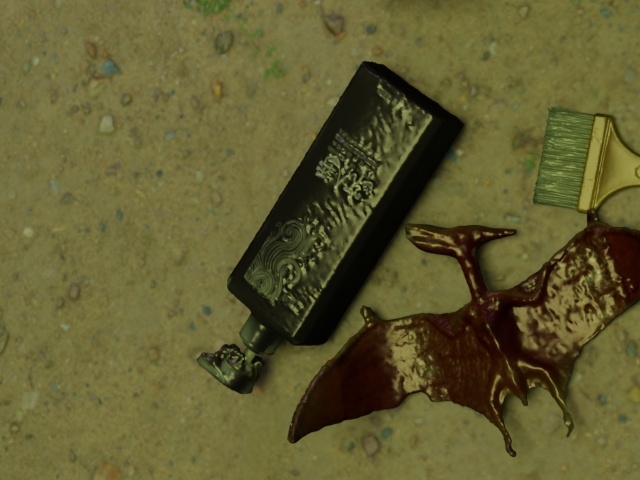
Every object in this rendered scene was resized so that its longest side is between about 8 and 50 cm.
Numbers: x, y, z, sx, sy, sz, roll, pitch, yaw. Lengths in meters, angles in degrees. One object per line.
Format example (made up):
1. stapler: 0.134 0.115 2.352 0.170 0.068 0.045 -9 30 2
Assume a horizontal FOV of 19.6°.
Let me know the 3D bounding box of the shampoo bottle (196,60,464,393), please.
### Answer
1. shampoo bottle: 0.000 0.001 1.603 0.098 0.071 0.309 37 106 21

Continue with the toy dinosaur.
1. toy dinosaur: 0.143 0.073 1.503 0.327 0.113 0.207 2 88 25

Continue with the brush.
1. brush: 0.273 -0.053 1.498 0.205 0.011 0.083 12 92 27
